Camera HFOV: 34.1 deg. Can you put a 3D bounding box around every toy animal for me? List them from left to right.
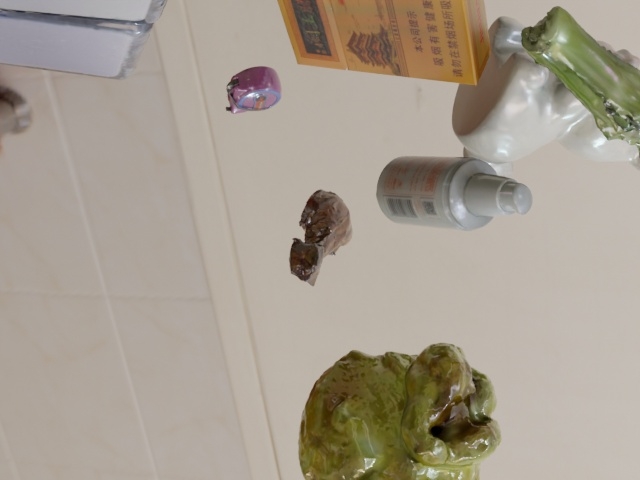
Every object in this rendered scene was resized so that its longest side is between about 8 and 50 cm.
[{"bbox_3d":[0.388,-0.183,1.577,0.367,0.241,0.196,7,-140,-12],"label":"toy animal"}]

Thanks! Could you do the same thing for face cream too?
[{"bbox_3d":[0.187,-0.063,1.404,0.101,0.101,0.251,-26,-162,-30],"label":"face cream"}]

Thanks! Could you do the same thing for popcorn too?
[{"bbox_3d":[0.109,0.260,1.334,0.276,0.277,0.225,-3,-158,11],"label":"popcorn"}]

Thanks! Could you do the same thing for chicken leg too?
[{"bbox_3d":[0.000,0.000,1.808,0.093,0.113,0.304,-14,-161,14],"label":"chicken leg"}]

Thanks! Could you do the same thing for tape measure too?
[{"bbox_3d":[-0.148,-0.331,2.283,0.125,0.074,0.118,-11,163,-14],"label":"tape measure"}]

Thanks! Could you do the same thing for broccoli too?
[{"bbox_3d":[0.351,-0.159,1.186,0.145,0.304,0.165,-8,-128,63],"label":"broccoli"}]

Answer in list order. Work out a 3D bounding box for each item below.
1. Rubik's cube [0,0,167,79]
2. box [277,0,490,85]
[{"bbox_3d":[-0.276,-0.333,0.855,0.316,0.319,0.313,5,170,-16],"label":"Rubik's cube"},{"bbox_3d":[0.081,-0.307,1.392,0.274,0.174,0.076,11,-126,24],"label":"box"}]
